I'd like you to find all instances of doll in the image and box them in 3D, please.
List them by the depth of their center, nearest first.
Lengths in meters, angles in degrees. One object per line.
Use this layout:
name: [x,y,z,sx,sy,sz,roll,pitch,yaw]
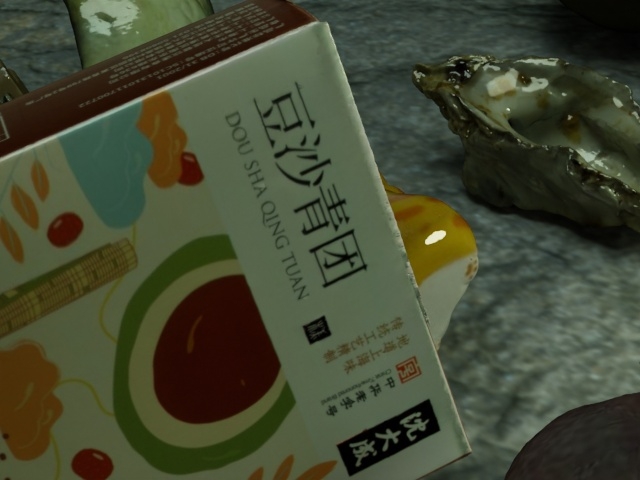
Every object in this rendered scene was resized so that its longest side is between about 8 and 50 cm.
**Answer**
doll: [0.018,0.009,1.182,0.162,0.167,0.269,22,10,-32]

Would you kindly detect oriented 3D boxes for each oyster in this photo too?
oyster: [0.232,-0.087,1.304,0.341,0.110,0.166,16,49,27]

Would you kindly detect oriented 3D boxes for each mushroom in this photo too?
mushroom: [-0.201,-0.249,1.547,0.164,0.190,0.267,-13,37,1]

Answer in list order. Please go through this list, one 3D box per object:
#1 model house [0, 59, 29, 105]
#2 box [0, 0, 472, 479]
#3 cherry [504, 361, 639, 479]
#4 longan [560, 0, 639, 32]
model house: [-0.393,-0.062,1.395,0.248,0.176,0.181,-34,41,-5]
box: [-0.131,0.068,0.925,0.385,0.345,0.122,-25,24,-9]
cherry: [0.242,0.206,0.821,0.261,0.221,0.307,-16,48,14]
longan: [0.374,-0.376,1.499,0.297,0.297,0.297,-6,37,5]
